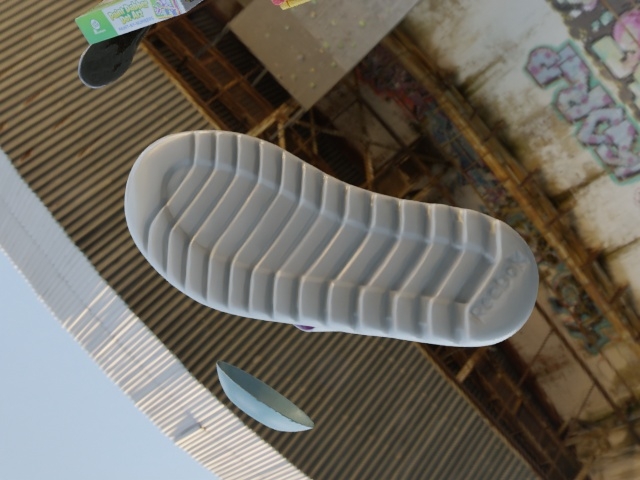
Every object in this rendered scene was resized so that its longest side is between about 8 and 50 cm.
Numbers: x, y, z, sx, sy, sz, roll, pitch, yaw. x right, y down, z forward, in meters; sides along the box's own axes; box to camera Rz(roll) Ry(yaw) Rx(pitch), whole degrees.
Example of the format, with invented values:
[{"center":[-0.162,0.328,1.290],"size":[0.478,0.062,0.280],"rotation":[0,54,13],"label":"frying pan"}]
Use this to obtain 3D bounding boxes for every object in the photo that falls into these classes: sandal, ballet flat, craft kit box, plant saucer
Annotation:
[{"center":[-0.006,0.014,0.650],"size":[0.416,0.102,0.169],"rotation":[19,-100,16],"label":"sandal"},{"center":[-0.413,-0.405,1.351],"size":[0.084,0.058,0.250],"rotation":[38,-116,-29],"label":"ballet flat"},{"center":[-0.269,-0.449,1.175],"size":[0.247,0.249,0.061],"rotation":[-53,-51,-42],"label":"craft kit box"},{"center":[-0.100,0.268,1.096],"size":[0.195,0.195,0.037],"rotation":[35,-95,-18],"label":"plant saucer"}]

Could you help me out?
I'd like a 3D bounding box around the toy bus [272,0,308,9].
[{"center":[-0.064,-0.571,1.305],"size":[0.220,0.149,0.211],"rotation":[58,-139,-34],"label":"toy bus"}]
